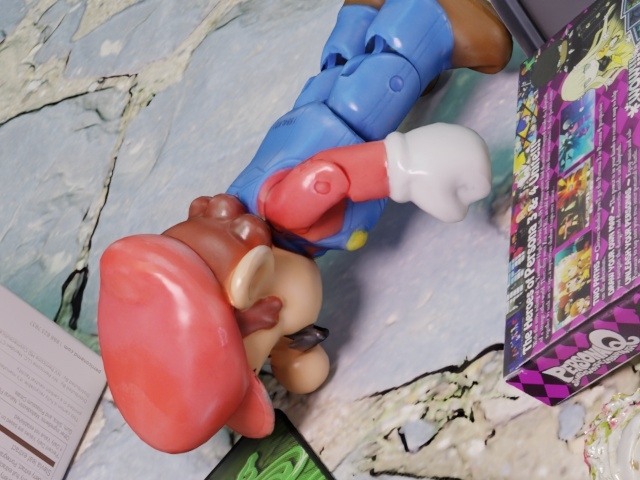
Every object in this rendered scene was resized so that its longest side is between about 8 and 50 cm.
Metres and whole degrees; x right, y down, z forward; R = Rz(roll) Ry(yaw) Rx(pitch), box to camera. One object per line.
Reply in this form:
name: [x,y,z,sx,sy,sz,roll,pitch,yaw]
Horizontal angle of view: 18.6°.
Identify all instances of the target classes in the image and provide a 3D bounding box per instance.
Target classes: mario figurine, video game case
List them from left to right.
mario figurine: [0.000,0.000,1.153,0.170,0.198,0.320,31,70,15]
video game case: [0.178,-0.057,0.995,0.210,0.042,0.232,-38,32,40]

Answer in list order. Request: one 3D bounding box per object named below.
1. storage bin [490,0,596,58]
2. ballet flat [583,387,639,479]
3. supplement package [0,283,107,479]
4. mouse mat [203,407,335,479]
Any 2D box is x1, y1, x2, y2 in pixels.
storage bin: [0.151,-0.189,1.159,0.091,0.098,0.135,-18,43,26]
ballet flat: [0.180,0.110,0.814,0.091,0.077,0.241,-37,35,-6]
supplement package: [-0.299,0.166,1.259,0.177,0.175,0.293,-6,53,46]
mouse mat: [-0.062,0.195,1.101,0.189,0.007,0.152,-48,32,2]
